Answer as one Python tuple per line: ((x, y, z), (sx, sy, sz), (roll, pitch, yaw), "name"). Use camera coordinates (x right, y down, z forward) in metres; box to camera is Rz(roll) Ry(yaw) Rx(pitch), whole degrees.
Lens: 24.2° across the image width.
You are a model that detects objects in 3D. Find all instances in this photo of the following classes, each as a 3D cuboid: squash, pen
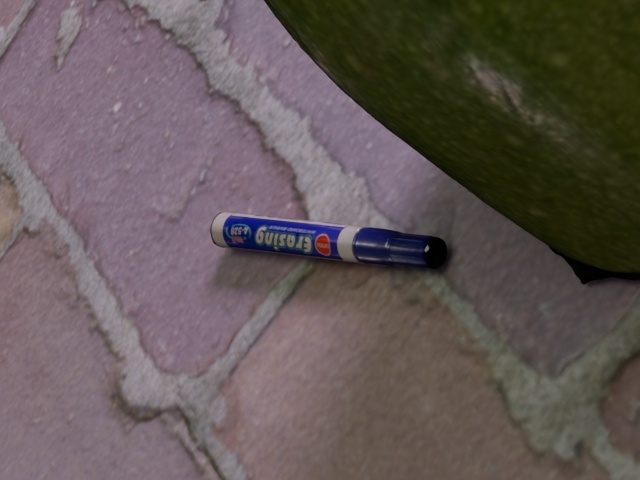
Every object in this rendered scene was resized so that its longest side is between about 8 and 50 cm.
((0.104, -0.177, 0.691), (0.310, 0.309, 0.310), (-27, 48, 34), "squash")
((0.000, 0.000, 0.921), (0.204, 0.025, 0.025), (6, 72, 50), "pen")
